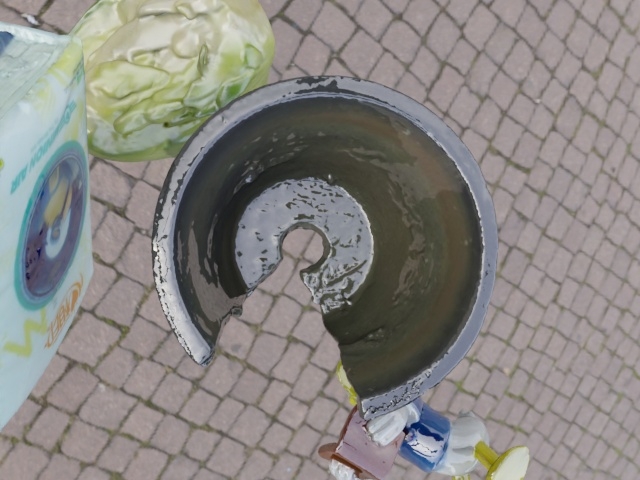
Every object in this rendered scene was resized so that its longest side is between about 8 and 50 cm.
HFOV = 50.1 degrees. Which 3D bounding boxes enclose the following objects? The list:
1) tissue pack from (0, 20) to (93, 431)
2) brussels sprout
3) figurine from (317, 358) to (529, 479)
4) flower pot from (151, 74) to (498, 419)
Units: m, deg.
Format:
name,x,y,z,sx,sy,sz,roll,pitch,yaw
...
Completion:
name,x,y,z,sx,sy,sz,roll,pitch,yaw
tissue pack,-0.376,-0.007,0.768,0.162,0.287,0.388,15,134,-1
brussels sprout,-0.244,-0.280,1.093,0.275,0.371,0.315,63,26,2
figurine,0.103,0.284,1.013,0.284,0.338,0.204,4,115,-34
flower pot,0.000,0.000,0.840,0.380,0.251,0.379,0,90,-7
